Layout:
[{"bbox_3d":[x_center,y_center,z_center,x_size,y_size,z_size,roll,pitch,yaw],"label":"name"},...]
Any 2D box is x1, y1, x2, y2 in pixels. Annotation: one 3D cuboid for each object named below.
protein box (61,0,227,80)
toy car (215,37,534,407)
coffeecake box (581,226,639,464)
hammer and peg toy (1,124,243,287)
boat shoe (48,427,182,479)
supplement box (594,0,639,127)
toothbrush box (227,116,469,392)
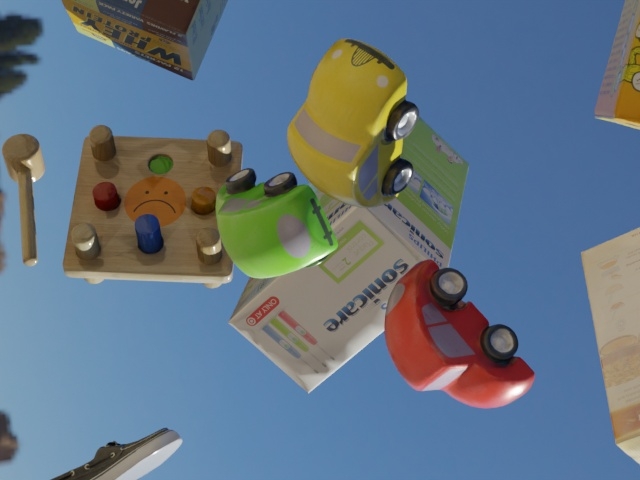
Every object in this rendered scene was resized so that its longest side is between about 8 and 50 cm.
[{"bbox_3d":[-0.152,-0.293,1.225,0.200,0.136,0.201,127,-15,-84],"label":"protein box"},{"bbox_3d":[0.000,0.000,0.743,0.225,0.053,0.239,6,-52,52],"label":"toy car"},{"bbox_3d":[0.292,0.069,0.965,0.142,0.068,0.185,-26,-136,28],"label":"coffeecake box"},{"bbox_3d":[-0.305,-0.047,1.894,0.127,0.361,0.265,92,-1,-57],"label":"hammer and peg toy"},{"bbox_3d":[-0.197,0.211,1.157,0.040,0.142,0.049,57,-3,19],"label":"boat shoe"},{"bbox_3d":[0.451,-0.282,1.369,0.195,0.194,0.356,-42,147,-81],"label":"supplement box"},{"bbox_3d":[0.039,-0.002,1.341,0.206,0.122,0.283,-42,-166,27],"label":"toothbrush box"}]
